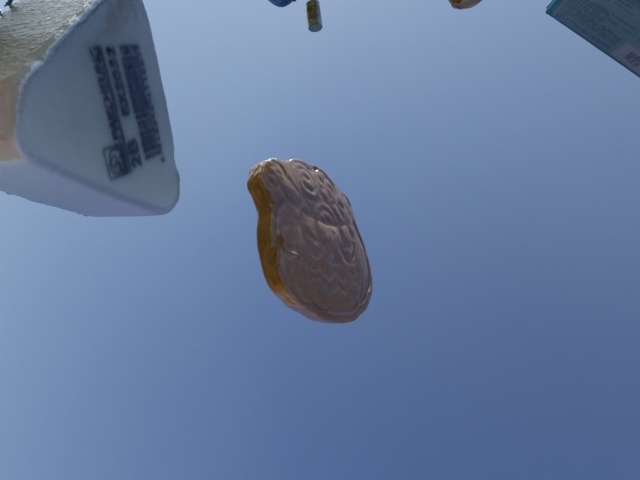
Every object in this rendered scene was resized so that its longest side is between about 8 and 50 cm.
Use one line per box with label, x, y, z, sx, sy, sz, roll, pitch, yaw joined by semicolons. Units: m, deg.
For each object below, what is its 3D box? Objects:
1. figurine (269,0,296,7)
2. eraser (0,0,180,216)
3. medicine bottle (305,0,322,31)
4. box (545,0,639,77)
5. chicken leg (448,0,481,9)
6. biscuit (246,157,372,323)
figurine;-0.118;-0.553;1.010;0.149;0.086;0.087;27;-39;17
eraser;-0.316;-0.153;0.658;0.149;0.331;0.331;1;-93;11
medicine bottle;-0.020;-0.696;1.474;0.047;0.047;0.083;-13;-102;36
box;0.510;-0.365;0.754;0.245;0.153;0.092;37;-88;2
chicken leg;0.280;-0.530;0.855;0.101;0.085;0.208;43;-44;32
biscuit;0.002;-0.001;1.024;0.062;0.385;0.365;-20;-105;29
